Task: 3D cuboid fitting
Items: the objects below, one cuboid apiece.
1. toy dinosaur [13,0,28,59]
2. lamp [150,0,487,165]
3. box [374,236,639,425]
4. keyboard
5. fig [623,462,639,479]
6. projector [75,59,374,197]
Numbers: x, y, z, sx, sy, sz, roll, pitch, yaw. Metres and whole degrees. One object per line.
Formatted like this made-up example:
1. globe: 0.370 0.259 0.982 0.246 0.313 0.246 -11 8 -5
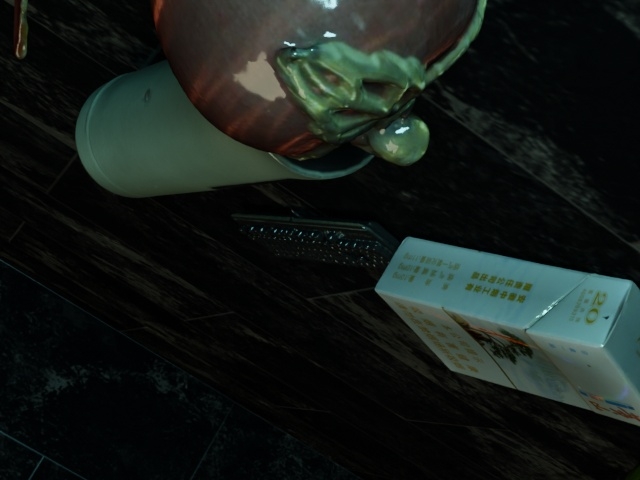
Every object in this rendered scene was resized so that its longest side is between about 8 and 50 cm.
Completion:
1. toy dinosaur: -0.314 -0.253 0.698 0.206 0.113 0.327 16 161 39
2. lamp: -0.015 -0.127 0.492 0.223 0.151 0.215 36 159 -13
3. box: 0.178 0.076 0.927 0.233 0.067 0.149 12 157 46
4. keyboard: 0.000 0.000 1.081 0.094 0.025 0.230 36 163 -31
5. fig: 0.375 0.289 1.011 0.230 0.207 0.207 -7 147 26
6. projector: -0.078 -0.089 0.797 0.108 0.108 0.337 37 163 -24
